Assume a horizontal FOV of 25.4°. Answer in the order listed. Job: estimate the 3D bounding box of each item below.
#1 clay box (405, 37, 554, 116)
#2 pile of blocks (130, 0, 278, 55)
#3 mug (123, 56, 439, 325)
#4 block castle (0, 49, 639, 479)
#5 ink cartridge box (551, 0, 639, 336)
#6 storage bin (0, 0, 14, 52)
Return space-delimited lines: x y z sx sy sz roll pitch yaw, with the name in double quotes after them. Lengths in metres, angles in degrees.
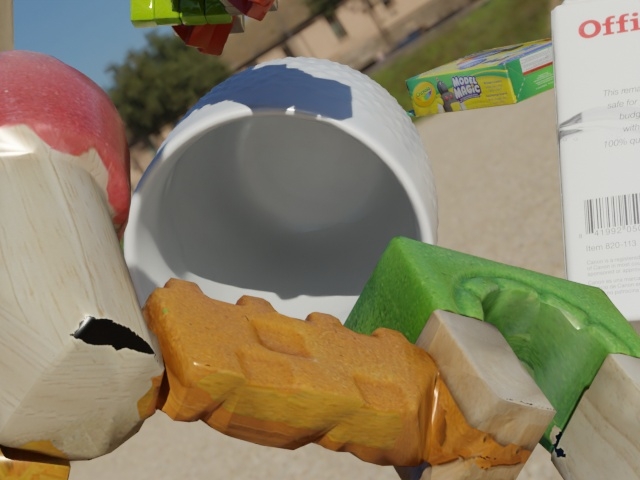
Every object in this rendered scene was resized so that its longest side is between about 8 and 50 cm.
0.199 -0.193 1.677 0.127 0.053 0.222 -24 13 -30 "clay box"
-0.086 -0.221 1.111 0.149 0.112 0.362 2 -12 -20 "pile of blocks"
0.000 0.000 1.401 0.276 0.374 0.328 -25 16 14 "mug"
0.017 0.121 0.614 0.303 0.453 0.213 -65 29 23 "block castle"
0.306 -0.061 1.162 0.207 0.283 0.117 -6 -19 19 "ink cartridge box"
-0.453 -0.199 1.366 0.262 0.123 0.260 6 18 7 "storage bin"
